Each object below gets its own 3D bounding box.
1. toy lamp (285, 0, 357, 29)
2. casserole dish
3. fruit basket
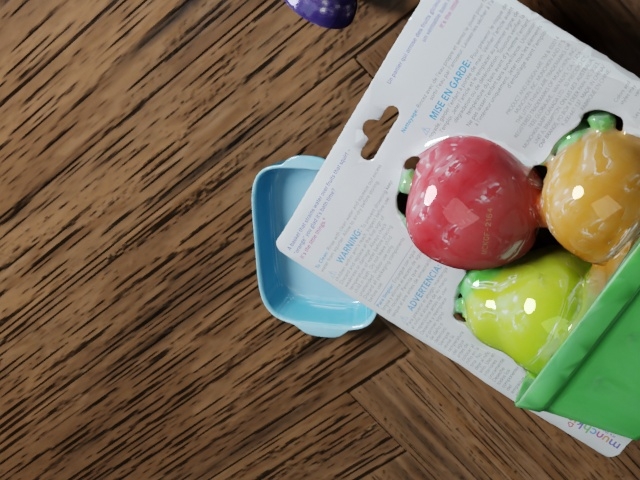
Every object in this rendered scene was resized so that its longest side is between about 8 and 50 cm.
[{"bbox_3d":[0.056,-0.287,1.388,0.080,0.080,0.274,33,125,-4],"label":"toy lamp"},{"bbox_3d":[0.000,0.000,1.612,0.114,0.037,0.188,5,122,15],"label":"casserole dish"},{"bbox_3d":[0.180,-0.018,1.488,0.353,0.165,0.327,35,125,6],"label":"fruit basket"}]
